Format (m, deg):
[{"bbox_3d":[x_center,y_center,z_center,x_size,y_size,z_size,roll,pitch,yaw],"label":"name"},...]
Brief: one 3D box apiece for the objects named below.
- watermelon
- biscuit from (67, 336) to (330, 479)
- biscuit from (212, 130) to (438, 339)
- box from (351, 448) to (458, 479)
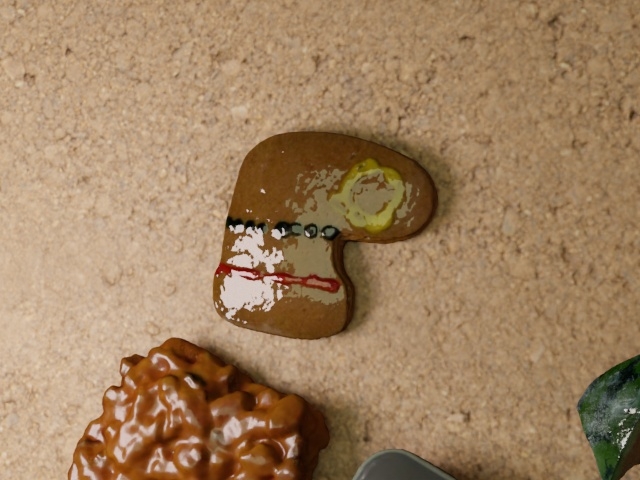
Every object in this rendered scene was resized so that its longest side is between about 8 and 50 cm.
[{"bbox_3d":[0.355,0.188,1.086,0.101,0.080,0.155,48,127,49],"label":"watermelon"},{"bbox_3d":[-0.165,0.301,1.203,0.312,0.110,0.318,24,93,17],"label":"biscuit"},{"bbox_3d":[-0.001,0.000,1.206,0.262,0.052,0.277,15,91,17],"label":"biscuit"},{"bbox_3d":[0.125,0.472,1.009,0.396,0.111,0.396,24,77,38],"label":"box"}]
